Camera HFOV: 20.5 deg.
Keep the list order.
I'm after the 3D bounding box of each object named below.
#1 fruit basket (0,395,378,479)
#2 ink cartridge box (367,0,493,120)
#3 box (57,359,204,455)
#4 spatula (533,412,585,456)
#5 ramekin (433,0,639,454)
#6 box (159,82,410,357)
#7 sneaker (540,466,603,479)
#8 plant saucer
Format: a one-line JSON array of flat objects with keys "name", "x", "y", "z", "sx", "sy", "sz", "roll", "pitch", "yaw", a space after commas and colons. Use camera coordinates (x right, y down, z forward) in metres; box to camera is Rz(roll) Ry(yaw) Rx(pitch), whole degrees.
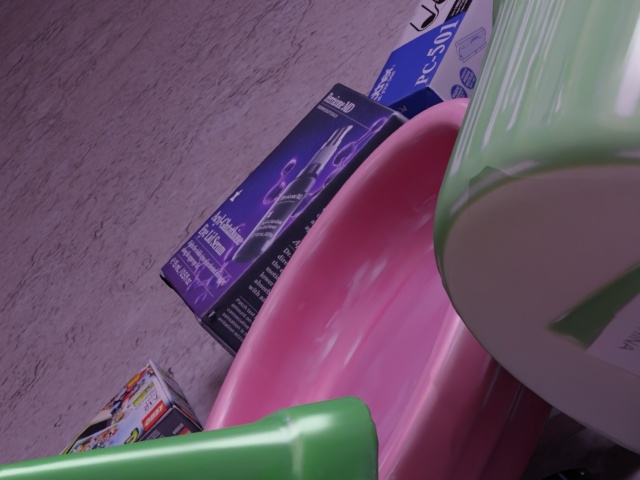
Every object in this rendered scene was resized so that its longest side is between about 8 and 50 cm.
[{"name": "fruit basket", "x": 0.034, "y": 0.162, "z": 0.595, "sx": 0.327, "sy": 0.353, "sz": 0.165, "roll": 149, "pitch": 131, "yaw": -64}, {"name": "ink cartridge box", "x": 0.108, "y": -0.168, "z": 1.488, "sx": 0.097, "sy": 0.046, "sz": 0.207, "roll": -24, "pitch": 30, "yaw": 48}, {"name": "box", "x": -0.183, "y": 0.195, "z": 1.390, "sx": 0.207, "sy": 0.036, "sz": 0.114, "roll": -46, "pitch": 21, "yaw": -1}, {"name": "spatula", "x": 0.115, "y": 0.055, "z": 0.958, "sx": 0.242, "sy": 0.019, "sz": 0.168, "roll": -40, "pitch": 31, "yaw": 44}, {"name": "ramekin", "x": 0.192, "y": -0.012, "z": 0.707, "sx": 0.303, "sy": 0.303, "sz": 0.148, "roll": -15, "pitch": 44, "yaw": 53}, {"name": "box", "x": 0.000, "y": 0.000, "z": 1.299, "sx": 0.207, "sy": 0.108, "sz": 0.153, "roll": -47, "pitch": 20, "yaw": -3}, {"name": "sneaker", "x": 0.132, "y": 0.149, "z": 0.813, "sx": 0.232, "sy": 0.081, "sz": 0.090, "roll": -12, "pitch": 46, "yaw": 58}, {"name": "plant saucer", "x": 0.030, "y": 0.086, "z": 0.941, "sx": 0.332, "sy": 0.084, "sz": 0.332, "roll": -54, "pitch": 16, "yaw": 24}]
